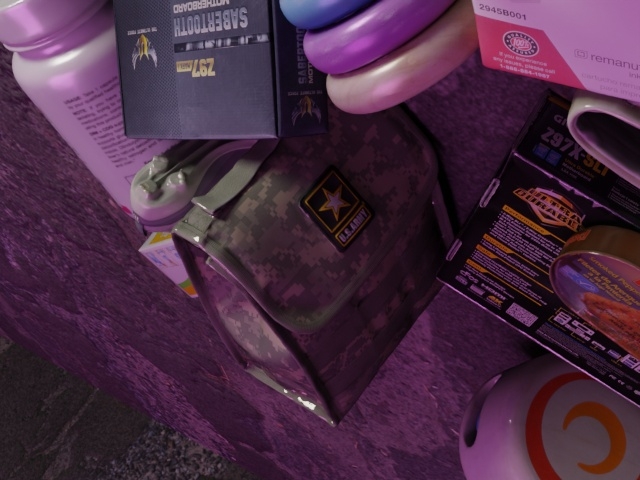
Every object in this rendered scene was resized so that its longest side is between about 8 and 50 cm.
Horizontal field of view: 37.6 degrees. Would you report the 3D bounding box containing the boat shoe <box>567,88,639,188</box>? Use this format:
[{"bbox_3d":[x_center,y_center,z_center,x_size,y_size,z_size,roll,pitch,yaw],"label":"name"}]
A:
[{"bbox_3d":[0.298,-0.030,0.636,0.302,0.094,0.109,33,156,5],"label":"boat shoe"}]

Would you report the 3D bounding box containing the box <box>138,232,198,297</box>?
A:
[{"bbox_3d":[-0.133,-0.004,1.222,0.103,0.114,0.203,44,153,-19],"label":"box"}]

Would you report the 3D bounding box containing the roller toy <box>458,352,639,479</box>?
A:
[{"bbox_3d":[0.261,0.226,1.041,0.146,0.209,0.191,132,123,-66],"label":"roller toy"}]

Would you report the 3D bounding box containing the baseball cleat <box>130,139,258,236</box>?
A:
[{"bbox_3d":[-0.105,-0.078,0.945,0.072,0.206,0.109,50,157,18],"label":"baseball cleat"}]

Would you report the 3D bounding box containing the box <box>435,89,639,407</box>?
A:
[{"bbox_3d":[0.278,0.043,0.820,0.322,0.079,0.257,32,154,8],"label":"box"}]

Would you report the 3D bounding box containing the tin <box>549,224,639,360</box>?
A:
[{"bbox_3d":[0.267,0.057,0.727,0.189,0.040,0.106,37,159,-2],"label":"tin"}]

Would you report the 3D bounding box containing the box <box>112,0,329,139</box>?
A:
[{"bbox_3d":[-0.093,-0.178,0.799,0.232,0.059,0.183,8,105,48],"label":"box"}]

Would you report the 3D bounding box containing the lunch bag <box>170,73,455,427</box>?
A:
[{"bbox_3d":[0.000,0.000,0.907,0.169,0.235,0.287,26,155,34],"label":"lunch bag"}]

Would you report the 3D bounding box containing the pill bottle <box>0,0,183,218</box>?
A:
[{"bbox_3d":[-0.211,-0.166,0.970,0.160,0.160,0.283,13,148,41],"label":"pill bottle"}]

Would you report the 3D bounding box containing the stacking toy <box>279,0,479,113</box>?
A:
[{"bbox_3d":[-0.017,-0.251,0.625,0.141,0.141,0.330,-3,130,54],"label":"stacking toy"}]

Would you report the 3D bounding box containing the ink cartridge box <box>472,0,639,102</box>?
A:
[{"bbox_3d":[0.165,-0.189,0.527,0.158,0.092,0.218,20,150,30],"label":"ink cartridge box"}]
